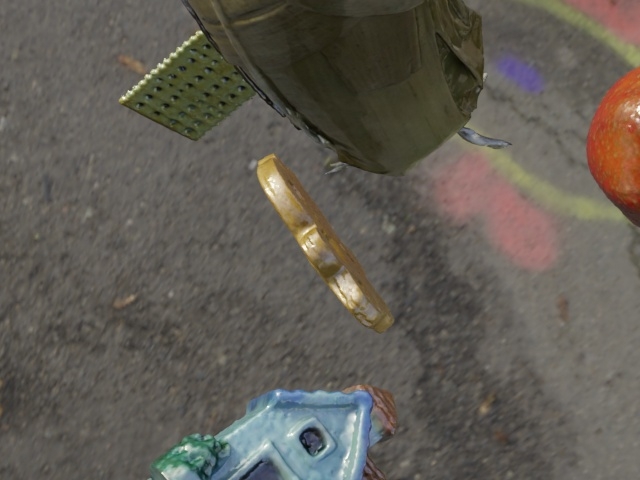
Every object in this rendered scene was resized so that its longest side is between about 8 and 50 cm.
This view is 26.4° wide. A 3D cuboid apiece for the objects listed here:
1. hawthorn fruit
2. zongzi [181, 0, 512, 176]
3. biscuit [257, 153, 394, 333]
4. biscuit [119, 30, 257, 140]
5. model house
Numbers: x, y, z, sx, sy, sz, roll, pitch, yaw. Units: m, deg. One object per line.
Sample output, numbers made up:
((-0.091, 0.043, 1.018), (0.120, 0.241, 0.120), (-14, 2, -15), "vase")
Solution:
((0.484, -0.138, 1.847), (0.254, 0.254, 0.300), (18, 17, -11), "hawthorn fruit")
((0.068, -0.162, 1.144), (0.218, 0.467, 0.500), (-42, 123, -4), "zongzi")
((-0.003, 0.002, 1.560), (0.035, 0.184, 0.249), (-36, 77, 7), "biscuit")
((-0.148, -0.211, 1.803), (0.139, 0.231, 0.016), (26, 47, -33), "biscuit")
((0.005, 0.294, 1.522), (0.329, 0.252, 0.295), (-33, 84, -24), "model house")
